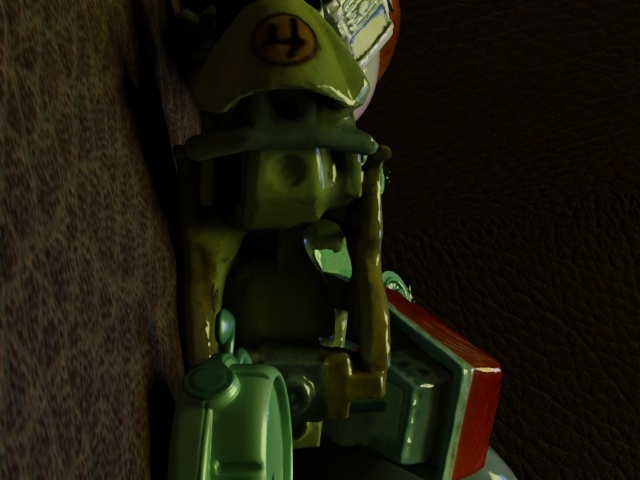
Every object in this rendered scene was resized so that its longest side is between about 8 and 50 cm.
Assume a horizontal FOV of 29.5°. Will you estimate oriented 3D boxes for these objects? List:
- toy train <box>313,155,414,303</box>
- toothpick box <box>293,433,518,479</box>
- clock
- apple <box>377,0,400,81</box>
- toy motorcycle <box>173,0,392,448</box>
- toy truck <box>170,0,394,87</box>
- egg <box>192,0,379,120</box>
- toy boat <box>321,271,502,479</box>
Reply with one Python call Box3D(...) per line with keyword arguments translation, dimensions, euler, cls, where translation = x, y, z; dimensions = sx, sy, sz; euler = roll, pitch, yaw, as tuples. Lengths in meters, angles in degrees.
Box3D(translation=(0.000, 0.000, 1.430), dimensions=(0.202, 0.120, 0.301), euler=(2, 75, -52), cls="toy train")
Box3D(translation=(0.076, 0.291, 1.268), dimensions=(0.354, 0.263, 0.263), euler=(-148, -132, -82), cls="toothpick box")
Box3D(translation=(-0.055, 0.143, 0.785), dimensions=(0.148, 0.060, 0.188), euler=(74, 15, -62), cls="clock")
Box3D(translation=(-0.003, -0.305, 1.774), dimensions=(0.253, 0.253, 0.253), euler=(-10, 90, -88), cls="apple")
Box3D(translation=(-0.030, -0.028, 0.956), dimensions=(0.237, 0.168, 0.410), euler=(-106, -167, -76), cls="toy motorcycle")
Box3D(translation=(-0.039, -0.196, 1.135), dimensions=(0.098, 0.227, 0.114), euler=(-53, 127, -33), cls="toy truck")
Box3D(translation=(-0.037, -0.228, 1.322), dimensions=(0.196, 0.196, 0.271), euler=(77, 1, -50), cls="egg")
Box3D(translation=(0.019, 0.114, 1.154), dimensions=(0.332, 0.133, 0.145), euler=(28, -66, 54), cls="toy boat")
